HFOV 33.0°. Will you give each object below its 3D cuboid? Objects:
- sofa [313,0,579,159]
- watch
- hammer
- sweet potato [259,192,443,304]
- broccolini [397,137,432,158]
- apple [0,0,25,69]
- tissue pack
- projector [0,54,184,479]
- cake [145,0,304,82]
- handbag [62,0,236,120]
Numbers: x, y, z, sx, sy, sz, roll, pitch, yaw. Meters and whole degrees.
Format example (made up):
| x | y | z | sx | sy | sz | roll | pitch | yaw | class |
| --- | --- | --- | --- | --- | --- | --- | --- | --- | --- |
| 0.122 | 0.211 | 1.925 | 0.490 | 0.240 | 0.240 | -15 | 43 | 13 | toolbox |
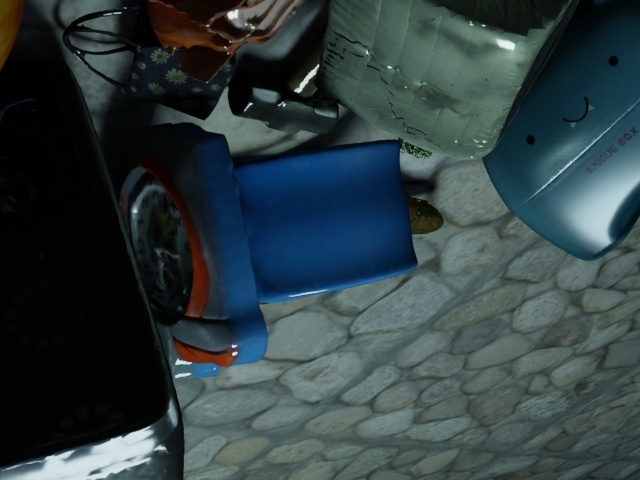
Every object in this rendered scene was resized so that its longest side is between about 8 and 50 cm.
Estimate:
| x | y | z | sx | sy | sz | roll | pitch | yaw | class |
| --- | --- | --- | --- | --- | --- | --- | --- | --- | --- |
| 0.125 | -0.215 | 0.929 | 0.225 | 0.176 | 0.210 | -57 | 171 | -25 | sofa |
| -0.061 | -0.006 | 1.069 | 0.274 | 0.241 | 0.305 | -12 | -174 | -29 | watch |
| 0.049 | -0.235 | 0.963 | 0.111 | 0.043 | 0.365 | 8 | 136 | -38 | hammer |
| -0.002 | 0.000 | 1.234 | 0.310 | 0.098 | 0.124 | -21 | 170 | -6 | sweet potato |
| 0.098 | -0.167 | 1.090 | 0.054 | 0.051 | 0.239 | -11 | 146 | -2 | broccolini |
| -0.313 | -0.172 | 0.632 | 0.286 | 0.233 | 0.286 | -14 | 147 | -10 | apple |
| 0.301 | -0.140 | 1.101 | 0.287 | 0.206 | 0.198 | -45 | -178 | 36 | tissue pack |
| -0.279 | 0.115 | 0.940 | 0.242 | 0.395 | 0.405 | -13 | 148 | -18 | projector |
| -0.027 | -0.257 | 0.841 | 0.287 | 0.135 | 0.098 | -41 | 145 | -7 | cake |
| -0.146 | -0.165 | 0.911 | 0.139 | 0.072 | 0.115 | 8 | 160 | -18 | handbag |
